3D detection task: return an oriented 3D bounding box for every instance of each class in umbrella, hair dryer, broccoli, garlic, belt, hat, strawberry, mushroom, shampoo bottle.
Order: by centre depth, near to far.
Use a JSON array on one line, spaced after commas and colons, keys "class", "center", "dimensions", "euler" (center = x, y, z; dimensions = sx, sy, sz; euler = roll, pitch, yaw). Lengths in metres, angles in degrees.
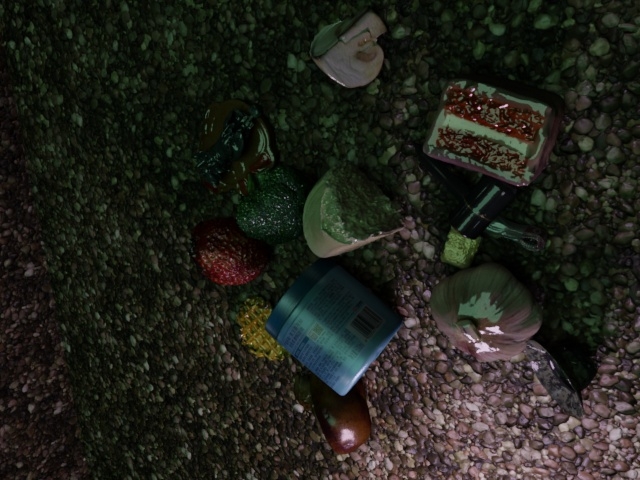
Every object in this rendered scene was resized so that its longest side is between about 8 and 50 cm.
[{"class": "hat", "center": [0.712, 0.365, 1.574], "dimensions": [0.128, 0.265, 0.266], "euler": [-33, 87, -3]}, {"class": "hair dryer", "center": [0.387, -0.191, 1.590], "dimensions": [0.352, 0.107, 0.189], "euler": [53, 123, 26]}, {"class": "belt", "center": [0.541, -0.033, 1.596], "dimensions": [0.231, 0.053, 0.072], "euler": [20, 126, 25]}, {"class": "garlic", "center": [0.480, 0.213, 1.606], "dimensions": [0.321, 0.241, 0.322], "euler": [20, 153, 11]}, {"class": "mushroom", "center": [0.087, -0.571, 1.657], "dimensions": [0.236, 0.173, 0.162], "euler": [-43, 36, -2]}, {"class": "shampoo bottle", "center": [0.048, 0.283, 1.825], "dimensions": [0.342, 0.331, 0.331], "euler": [39, 121, 13]}, {"class": "broccoli", "center": [-0.152, -0.128, 1.843], "dimensions": [0.308, 0.307, 0.275], "euler": [-52, 57, 32]}, {"class": "umbrella", "center": [-0.319, -0.341, 1.904], "dimensions": [0.143, 0.094, 0.349], "euler": [50, 121, 3]}, {"class": "mushroom", "center": [0.040, 0.598, 1.965], "dimensions": [0.259, 0.345, 0.346], "euler": [-18, 97, 10]}, {"class": "strawberry", "center": [-0.333, 0.035, 2.046], "dimensions": [0.288, 0.250, 0.239], "euler": [-5, 69, 10]}]

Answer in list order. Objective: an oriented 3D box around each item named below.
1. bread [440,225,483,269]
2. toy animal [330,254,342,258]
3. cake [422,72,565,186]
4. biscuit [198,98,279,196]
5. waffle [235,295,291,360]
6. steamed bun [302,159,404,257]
[{"class": "bread", "center": [0.427, 0.021, 1.667], "dimensions": [0.106, 0.082, 0.125], "euler": [23, 106, 11]}, {"class": "toy animal", "center": [0.069, 0.033, 1.910], "dimensions": [0.084, 0.050, 0.028], "euler": [-18, 134, -1]}, {"class": "cake", "center": [0.466, -0.298, 1.452], "dimensions": [0.308, 0.230, 0.237], "euler": [23, 119, 21]}, {"class": "biscuit", "center": [-0.315, -0.317, 2.005], "dimensions": [0.359, 0.074, 0.381], "euler": [45, 120, 12]}, {"class": "waffle", "center": [-0.222, 0.350, 2.169], "dimensions": [0.280, 0.060, 0.263], "euler": [6, 109, 29]}, {"class": "steamed bun", "center": [0.085, -0.104, 1.722], "dimensions": [0.273, 0.290, 0.273], "euler": [-26, 78, 42]}]
